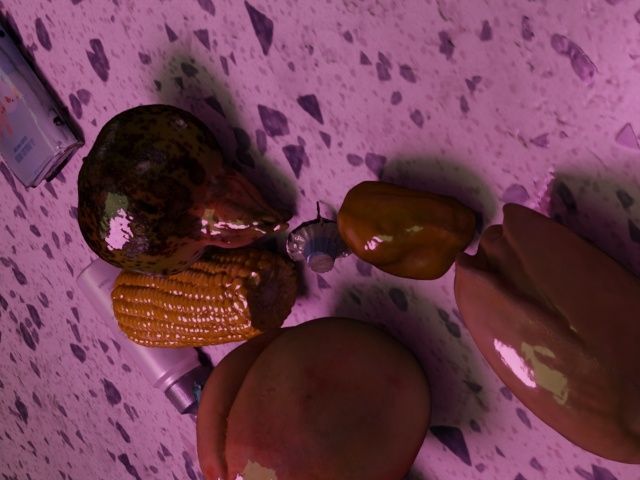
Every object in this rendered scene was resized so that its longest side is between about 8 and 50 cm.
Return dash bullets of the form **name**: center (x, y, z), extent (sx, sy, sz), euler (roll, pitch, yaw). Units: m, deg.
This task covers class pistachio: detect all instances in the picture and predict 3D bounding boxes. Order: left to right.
- **pistachio**: center (0.084, -0.010, 1.591), extent (0.189, 0.110, 0.100), euler (18, 101, 49)
- **pistachio**: center (0.248, 0.096, 1.398), extent (0.293, 0.162, 0.181), euler (43, -177, 18)

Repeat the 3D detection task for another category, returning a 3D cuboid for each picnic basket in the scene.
- **picnic basket**: center (0.000, 0.000, 1.779), extent (0.083, 0.083, 0.065), euler (-88, -8, -52)

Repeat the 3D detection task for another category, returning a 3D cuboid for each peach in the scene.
- **peach**: center (-0.011, 0.226, 1.778), extent (0.292, 0.292, 0.247), euler (4, 136, 55)

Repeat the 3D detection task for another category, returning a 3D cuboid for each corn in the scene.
- **corn**: center (-0.166, 0.082, 2.015), extent (0.387, 0.144, 0.144), euler (-2, 117, 55)

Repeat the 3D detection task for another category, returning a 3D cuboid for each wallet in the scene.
- **wallet**: center (-0.475, -0.213, 2.264), extent (0.250, 0.075, 0.176), euler (56, 144, 2)

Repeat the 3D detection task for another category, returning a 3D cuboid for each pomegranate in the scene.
- **pomegranate**: center (-0.177, -0.066, 1.879), extent (0.222, 0.276, 0.204), euler (73, -170, -55)

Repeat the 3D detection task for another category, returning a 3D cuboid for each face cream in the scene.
- **face cream**: center (-0.256, 0.159, 2.271), extent (0.311, 0.092, 0.092), euler (53, 150, 10)

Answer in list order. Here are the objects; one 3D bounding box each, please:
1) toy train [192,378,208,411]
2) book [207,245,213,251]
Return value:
- **toy train**: center (-0.102, 0.278, 2.142), extent (0.163, 0.112, 0.203), euler (40, 146, 39)
- **book**: center (-0.192, -0.037, 2.067), extent (0.111, 0.014, 0.077), euler (34, 141, 34)
